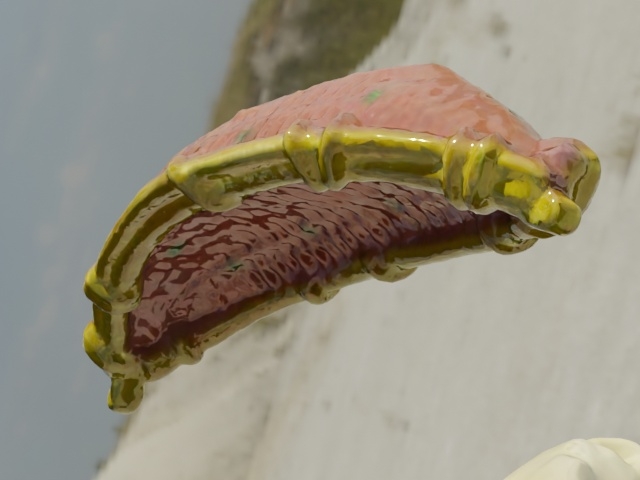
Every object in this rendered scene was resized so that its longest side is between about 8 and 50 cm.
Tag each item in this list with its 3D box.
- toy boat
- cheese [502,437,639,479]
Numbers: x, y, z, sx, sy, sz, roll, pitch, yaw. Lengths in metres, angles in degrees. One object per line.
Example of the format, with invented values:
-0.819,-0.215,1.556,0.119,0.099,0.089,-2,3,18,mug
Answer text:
-0.001,-0.006,0.755,0.318,0.141,0.099,-24,60,51,toy boat
0.119,0.218,0.612,0.153,0.332,0.292,-39,38,20,cheese
